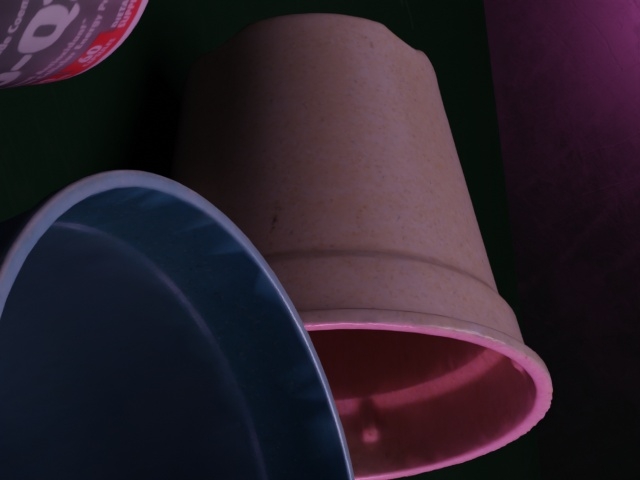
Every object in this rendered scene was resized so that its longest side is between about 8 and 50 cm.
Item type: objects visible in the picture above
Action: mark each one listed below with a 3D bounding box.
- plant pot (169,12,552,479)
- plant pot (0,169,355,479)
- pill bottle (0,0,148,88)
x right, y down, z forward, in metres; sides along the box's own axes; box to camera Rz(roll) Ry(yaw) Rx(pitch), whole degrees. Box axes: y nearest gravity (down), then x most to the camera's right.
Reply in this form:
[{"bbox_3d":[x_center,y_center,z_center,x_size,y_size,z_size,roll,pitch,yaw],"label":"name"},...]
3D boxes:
[{"bbox_3d":[0.000,0.000,1.004,0.334,0.334,0.305,56,27,-58],"label":"plant pot"},{"bbox_3d":[-0.153,0.133,0.535,0.271,0.255,0.271,44,39,-49],"label":"plant pot"},{"bbox_3d":[-0.206,-0.144,0.585,0.283,0.161,0.161,-32,119,-68],"label":"pill bottle"}]
